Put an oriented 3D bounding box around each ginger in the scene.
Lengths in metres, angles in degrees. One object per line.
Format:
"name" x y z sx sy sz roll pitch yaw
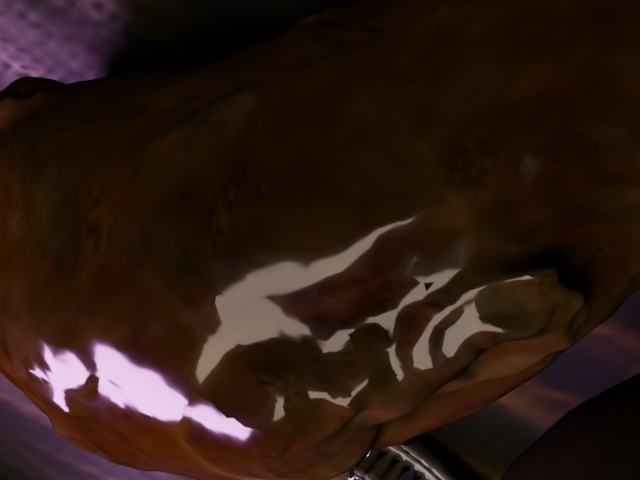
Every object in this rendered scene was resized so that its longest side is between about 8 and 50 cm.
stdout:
"ginger" 0.000 0.000 0.527 0.321 0.172 0.165 -11 155 28

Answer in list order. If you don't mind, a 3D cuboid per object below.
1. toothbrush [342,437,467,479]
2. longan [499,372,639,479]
"toothbrush" -0.098 0.010 0.661 0.413 0.042 0.035 35 130 4
"longan" 0.156 0.158 0.508 0.258 0.258 0.258 13 126 19
